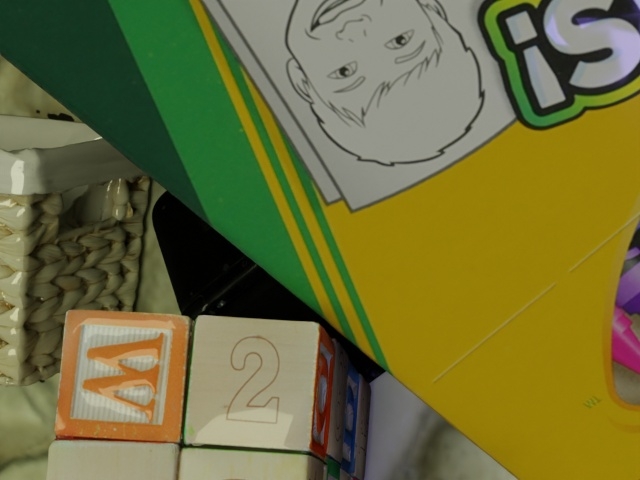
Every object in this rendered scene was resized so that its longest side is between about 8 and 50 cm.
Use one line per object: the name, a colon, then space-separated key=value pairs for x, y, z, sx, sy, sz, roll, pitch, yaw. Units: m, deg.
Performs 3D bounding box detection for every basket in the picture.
basket: x=-0.171 y=-0.003 z=0.690 sx=0.167 sy=0.113 sz=0.103 roll=8 pitch=102 yaw=21

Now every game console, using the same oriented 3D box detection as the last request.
game console: x=0.000 y=0.000 z=0.673 sx=0.122 sy=0.071 sz=0.107 roll=-38 pitch=50 yaw=20

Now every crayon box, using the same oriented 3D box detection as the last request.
crayon box: x=0.114 y=-0.114 z=0.485 sx=0.313 sy=0.106 sz=0.363 roll=40 pitch=116 yaw=-14

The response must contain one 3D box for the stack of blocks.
stack of blocks: x=-0.042 y=0.186 z=0.555 sx=0.087 sy=0.171 sz=0.297 roll=3 pitch=78 yaw=8
